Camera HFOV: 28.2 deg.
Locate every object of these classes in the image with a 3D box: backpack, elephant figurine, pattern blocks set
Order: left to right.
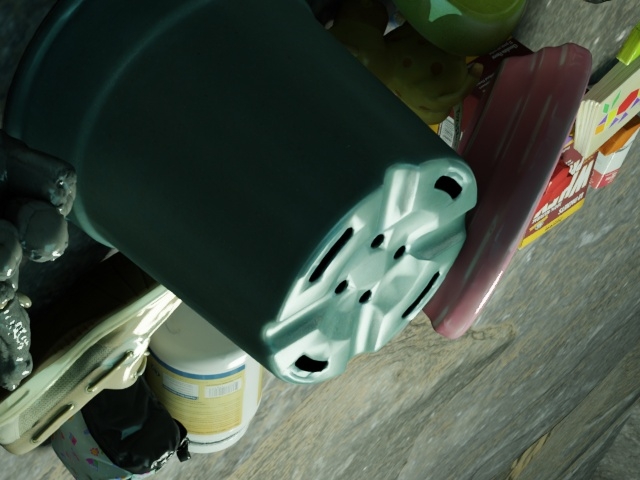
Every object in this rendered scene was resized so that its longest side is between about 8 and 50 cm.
[{"bbox_3d":[-0.315,0.005,1.115,0.169,0.186,0.239,9,154,-20],"label":"elephant figurine"},{"bbox_3d":[-0.244,0.223,1.492,0.115,0.152,0.182,-26,170,-28],"label":"backpack"},{"bbox_3d":[0.371,-0.185,1.533,0.325,0.026,0.285,-37,158,-22],"label":"pattern blocks set"}]

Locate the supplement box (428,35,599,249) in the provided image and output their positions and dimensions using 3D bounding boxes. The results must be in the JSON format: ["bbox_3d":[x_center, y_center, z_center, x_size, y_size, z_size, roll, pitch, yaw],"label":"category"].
[{"bbox_3d":[0.255,-0.134,1.691,0.129,0.194,0.191,-32,148,-29],"label":"supplement box"}]

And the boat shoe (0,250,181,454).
[{"bbox_3d":[-0.235,0.109,1.360,0.302,0.109,0.098,-40,124,-7],"label":"boat shoe"}]

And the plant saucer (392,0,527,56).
[{"bbox_3d":[0.143,-0.310,1.305,0.241,0.241,0.037,-19,-178,-44],"label":"plant saucer"}]

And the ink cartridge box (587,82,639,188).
[{"bbox_3d":[0.440,-0.167,2.015,0.056,0.099,0.135,-20,141,-42],"label":"ink cartridge box"}]

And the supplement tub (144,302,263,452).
[{"bbox_3d":[-0.140,0.151,1.535,0.144,0.144,0.200,-31,147,-30],"label":"supplement tub"}]

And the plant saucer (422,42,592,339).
[{"bbox_3d":[0.175,-0.061,1.333,0.332,0.084,0.332,26,90,-88],"label":"plant saucer"}]

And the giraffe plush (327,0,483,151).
[{"bbox_3d":[0.074,-0.201,1.400,0.170,0.210,0.181,12,141,-9],"label":"giraffe plush"}]

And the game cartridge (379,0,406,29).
[{"bbox_3d":[0.096,-0.273,1.483,0.056,0.017,0.083,-51,152,12],"label":"game cartridge"}]

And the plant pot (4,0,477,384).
[{"bbox_3d":[-0.058,-0.063,1.188,0.341,0.334,0.341,-35,150,-24],"label":"plant pot"}]

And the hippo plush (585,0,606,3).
[{"bbox_3d":[0.340,-0.429,1.446,0.234,0.294,0.236,25,81,-24],"label":"hippo plush"}]
